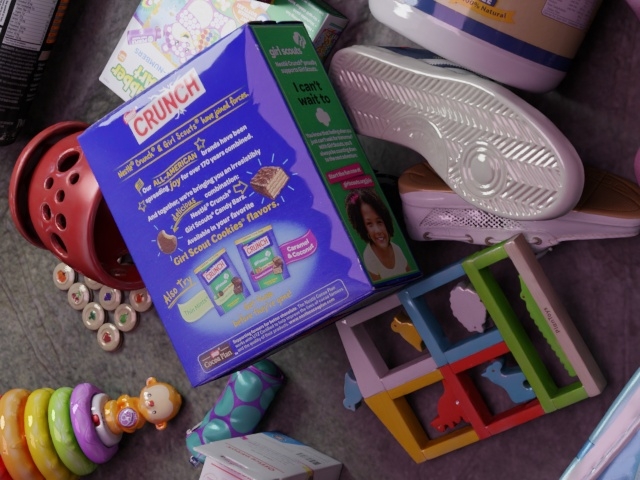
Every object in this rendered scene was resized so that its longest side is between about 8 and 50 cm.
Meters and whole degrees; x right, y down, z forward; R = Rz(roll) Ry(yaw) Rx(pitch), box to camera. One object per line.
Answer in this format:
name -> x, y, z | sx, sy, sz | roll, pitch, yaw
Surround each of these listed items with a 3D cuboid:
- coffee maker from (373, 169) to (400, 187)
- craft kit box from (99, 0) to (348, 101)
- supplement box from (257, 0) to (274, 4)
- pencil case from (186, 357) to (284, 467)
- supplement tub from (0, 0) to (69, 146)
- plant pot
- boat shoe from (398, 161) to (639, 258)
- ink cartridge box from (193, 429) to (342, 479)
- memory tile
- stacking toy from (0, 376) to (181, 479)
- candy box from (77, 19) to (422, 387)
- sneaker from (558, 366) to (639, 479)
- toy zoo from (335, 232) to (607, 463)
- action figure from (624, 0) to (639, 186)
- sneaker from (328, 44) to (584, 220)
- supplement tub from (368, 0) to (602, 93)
coffee maker -> 0.000, 0.000, 1.756 | 0.171, 0.120, 0.178 | 20, 108, 44
craft kit box -> -0.125, -0.234, 1.881 | 0.250, 0.061, 0.246 | 39, 110, 25
supplement box -> -0.090, -0.308, 1.782 | 0.055, 0.083, 0.043 | 27, 103, 27
pencil case -> -0.106, 0.207, 1.856 | 0.070, 0.064, 0.151 | 32, 106, 1
supplement tub -> -0.437, -0.307, 1.974 | 0.207, 0.207, 0.338 | 28, 103, 27
plant pot -> -0.272, -0.050, 1.892 | 0.174, 0.191, 0.191 | 20, 99, 38
boat shoe -> 0.223, -0.025, 1.661 | 0.277, 0.098, 0.096 | 7, 121, 22
ink cartridge box -> -0.067, 0.275, 1.765 | 0.104, 0.181, 0.061 | 22, 100, 29
memory tile -> -0.284, 0.060, 1.992 | 0.113, 0.012, 0.148 | -48, 67, 20
stacking toy -> -0.315, 0.244, 1.948 | 0.302, 0.166, 0.175 | -18, 76, 14
candy box -> -0.082, -0.040, 1.672 | 0.268, 0.122, 0.317 | -29, 83, 30
sneaker -> 0.359, 0.273, 1.552 | 0.208, 0.127, 0.319 | 38, 108, 26
toy zoo -> 0.144, 0.131, 1.688 | 0.293, 0.030, 0.192 | -27, 96, 33
action figure -> 0.410, -0.133, 1.457 | 0.248, 0.276, 0.370 | -10, 70, 24
sneaker -> 0.168, -0.129, 1.638 | 0.350, 0.148, 0.131 | 34, 120, 38
supplement tub -> 0.209, -0.336, 1.586 | 0.228, 0.228, 0.316 | 31, 105, 27
